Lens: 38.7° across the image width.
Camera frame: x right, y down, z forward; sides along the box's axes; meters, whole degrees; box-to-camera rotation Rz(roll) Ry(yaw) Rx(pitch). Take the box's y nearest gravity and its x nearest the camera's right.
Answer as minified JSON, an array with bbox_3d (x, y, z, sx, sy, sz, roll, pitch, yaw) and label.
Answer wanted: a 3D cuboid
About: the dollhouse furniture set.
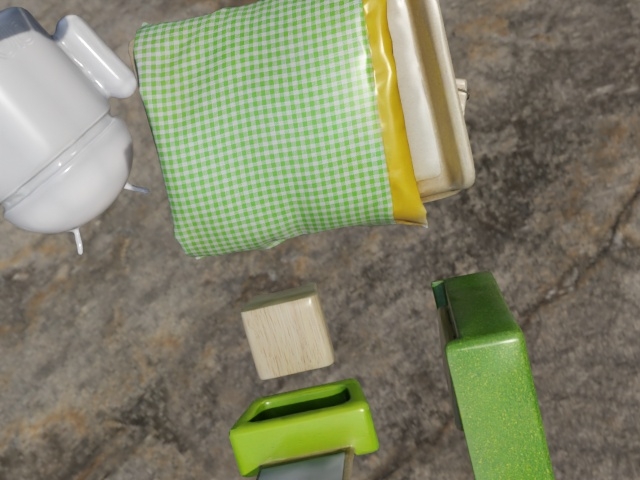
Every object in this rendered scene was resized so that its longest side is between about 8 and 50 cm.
[{"bbox_3d":[0.000,0.000,0.534,0.197,0.301,0.151,-13,12,8],"label":"dollhouse furniture set"}]

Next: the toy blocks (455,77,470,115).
[{"bbox_3d":[0.029,-0.237,1.069,0.309,0.288,0.260,7,28,10],"label":"toy blocks"}]

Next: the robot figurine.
[{"bbox_3d":[-0.382,-0.151,1.166,0.300,0.353,0.200,-42,17,-4],"label":"robot figurine"}]
